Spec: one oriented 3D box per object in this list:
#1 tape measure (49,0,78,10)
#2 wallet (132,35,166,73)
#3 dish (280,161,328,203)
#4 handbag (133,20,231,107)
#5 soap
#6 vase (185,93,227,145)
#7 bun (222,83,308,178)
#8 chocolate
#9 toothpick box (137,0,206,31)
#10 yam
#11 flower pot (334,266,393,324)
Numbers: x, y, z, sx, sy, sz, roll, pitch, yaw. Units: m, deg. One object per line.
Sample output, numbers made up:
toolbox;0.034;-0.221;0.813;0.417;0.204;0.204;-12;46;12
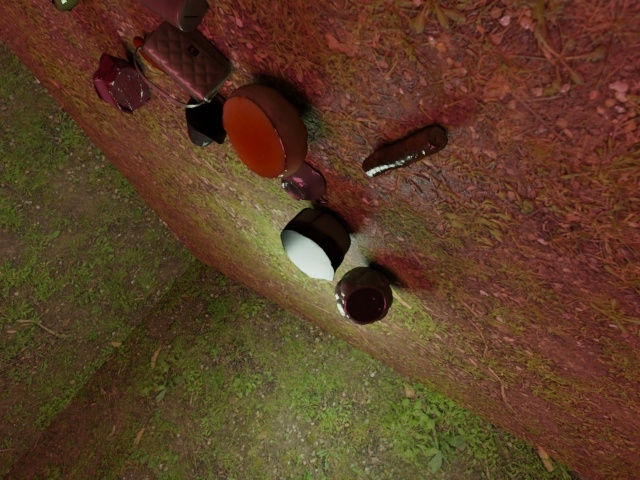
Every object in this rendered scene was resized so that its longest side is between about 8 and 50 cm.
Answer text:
tape measure;-0.902;-0.879;1.697;0.175;0.106;0.200;54;156;-4
wallet;-0.542;-0.611;1.699;0.204;0.045;0.142;35;171;29
dish;-0.072;-0.197;1.798;0.224;0.078;0.246;12;148;47
handbag;-0.415;-0.519;1.479;0.256;0.219;0.079;42;162;-14
soap;-0.783;-0.616;1.947;0.112;0.182;0.289;32;160;6
vase;-0.424;-0.436;1.810;0.251;0.156;0.301;69;162;-4
bun;-0.151;-0.338;1.506;0.299;0.165;0.299;31;142;28
chocolate;0.000;0.000;1.945;0.283;0.186;0.283;34;151;22
toothpick box;-0.410;-0.654;1.338;0.181;0.111;0.111;35;160;12
yam;0.206;-0.225;1.287;0.067;0.071;0.317;6;172;-25
flower pot;0.179;0.226;2.055;0.246;0.246;0.195;43;-169;-13
